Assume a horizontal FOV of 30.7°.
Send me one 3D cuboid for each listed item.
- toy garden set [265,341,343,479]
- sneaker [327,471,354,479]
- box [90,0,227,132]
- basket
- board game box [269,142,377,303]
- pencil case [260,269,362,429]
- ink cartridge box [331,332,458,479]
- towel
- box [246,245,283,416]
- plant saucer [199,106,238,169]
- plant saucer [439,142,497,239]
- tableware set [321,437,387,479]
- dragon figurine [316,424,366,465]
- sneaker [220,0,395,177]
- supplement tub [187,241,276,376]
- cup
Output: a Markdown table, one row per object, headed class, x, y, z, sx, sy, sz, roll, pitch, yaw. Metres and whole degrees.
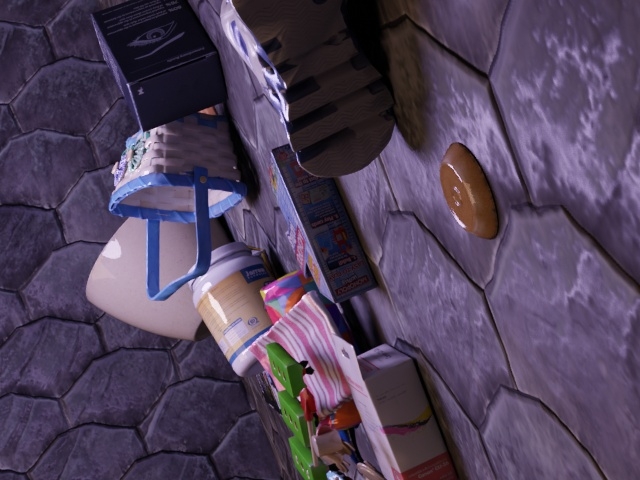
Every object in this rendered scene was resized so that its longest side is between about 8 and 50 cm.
| class | x | y | z | sx | sy | sz | roll | pitch | yaw |
| --- | --- | --- | --- | --- | --- | --- | --- | --- | --- |
| toy garden set | 0.005 | 0.262 | 1.461 | 0.204 | 0.049 | 0.244 | -149 | 44 | -71 |
| sneaker | 0.049 | 0.448 | 1.736 | 0.262 | 0.125 | 0.104 | 45 | 174 | 34 |
| box | -0.261 | -0.295 | 1.876 | 0.108 | 0.153 | 0.207 | 81 | 164 | -49 |
| basket | -0.243 | -0.059 | 1.947 | 0.255 | 0.201 | 0.289 | -30 | 63 | 57 |
| board game box | 0.000 | 0.000 | 1.437 | 0.194 | 0.060 | 0.194 | 97 | 150 | -68 |
| pencil case | 0.005 | 0.144 | 1.601 | 0.104 | 0.104 | 0.236 | 146 | 102 | -79 |
| ink cartridge box | 0.085 | 0.196 | 1.386 | 0.115 | 0.067 | 0.198 | -164 | 51 | -76 |
| towel | -0.019 | 0.163 | 1.526 | 0.144 | 0.029 | 0.197 | 59 | 146 | 10 |
| box | -0.105 | 0.174 | 2.233 | 0.257 | 0.079 | 0.322 | -178 | 67 | -76 |
| plant saucer | -0.198 | -0.173 | 2.112 | 0.200 | 0.037 | 0.200 | 158 | 90 | -79 |
| plant saucer | 0.115 | -0.037 | 0.932 | 0.083 | 0.015 | 0.083 | 158 | 90 | -79 |
| tableware set | 0.050 | 0.323 | 1.671 | 0.141 | 0.020 | 0.168 | 35 | 161 | 12 |
| dragon figurine | 0.021 | 0.232 | 1.708 | 0.144 | 0.085 | 0.289 | 97 | 149 | -68 |
| sneaker | -0.039 | -0.220 | 1.028 | 0.182 | 0.127 | 0.315 | 53 | 163 | 46 |
| supplement tub | -0.129 | 0.117 | 2.000 | 0.199 | 0.144 | 0.144 | 56 | 166 | 16 |
| cup | -0.298 | 0.078 | 2.491 | 0.237 | 0.331 | 0.331 | 38 | 161 | 12 |
